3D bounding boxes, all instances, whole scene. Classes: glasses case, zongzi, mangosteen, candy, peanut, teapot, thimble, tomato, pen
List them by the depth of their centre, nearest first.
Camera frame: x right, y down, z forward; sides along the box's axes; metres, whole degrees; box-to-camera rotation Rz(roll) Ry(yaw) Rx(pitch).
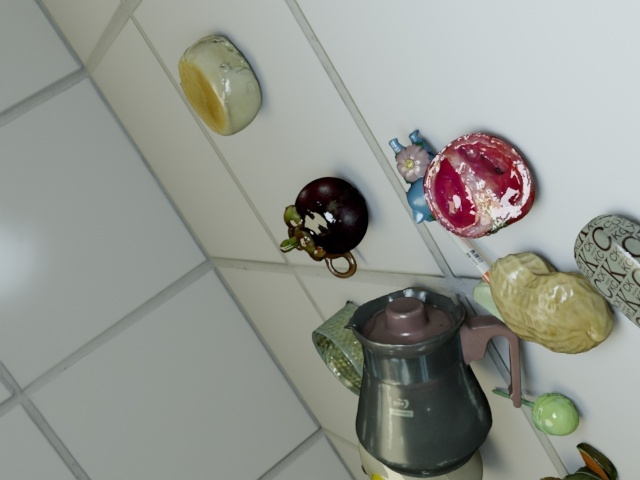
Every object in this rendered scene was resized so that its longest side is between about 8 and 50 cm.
[{"bbox_3d":[0.515,0.096,1.117,0.355,0.085,0.137,43,159,27],"label":"glasses case"},{"bbox_3d":[0.279,-0.096,1.340,0.189,0.099,0.173,-30,79,32],"label":"tomato"},{"bbox_3d":[0.402,0.115,1.379,0.233,0.110,0.196,28,148,55],"label":"peanut"},{"bbox_3d":[0.296,0.023,1.547,0.239,0.028,0.028,54,162,24],"label":"pen"},{"bbox_3d":[0.588,0.551,1.664,0.154,0.130,0.062,30,120,48],"label":"zongzi"},{"bbox_3d":[0.242,0.291,1.683,0.305,0.376,0.361,-77,-22,-61],"label":"teapot"},{"bbox_3d":[0.462,0.364,1.740,0.335,0.093,0.092,177,75,-78],"label":"candy"},{"bbox_3d":[0.001,-0.043,1.854,0.194,0.230,0.194,56,172,12],"label":"mangosteen"},{"bbox_3d":[0.000,0.000,2.081,0.252,0.135,0.178,54,165,1],"label":"teapot"},{"bbox_3d":[0.108,0.330,2.363,0.271,0.150,0.271,45,159,23],"label":"thimble"}]

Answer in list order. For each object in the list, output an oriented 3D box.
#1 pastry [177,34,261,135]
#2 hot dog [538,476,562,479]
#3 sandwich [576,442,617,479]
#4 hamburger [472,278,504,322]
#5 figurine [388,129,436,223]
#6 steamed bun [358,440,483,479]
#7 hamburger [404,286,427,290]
[{"bbox_3d":[-0.257,-0.397,1.998,0.265,0.133,0.265,45,158,24],"label":"pastry"},{"bbox_3d":[0.577,0.631,1.768,0.272,0.122,0.196,45,176,-25],"label":"hot dog"},{"bbox_3d":[0.592,0.474,1.677,0.101,0.026,0.069,38,160,45],"label":"sandwich"},{"bbox_3d":[0.364,0.115,1.558,0.121,0.054,0.084,45,153,19],"label":"hamburger"},{"bbox_3d":[0.200,-0.119,1.486,0.178,0.114,0.144,64,-175,7],"label":"figurine"},{"bbox_3d":[0.280,0.604,2.190,0.374,0.334,0.334,51,161,0],"label":"steamed bun"},{"bbox_3d":[0.249,0.213,1.899,0.214,0.108,0.213,47,159,23],"label":"hamburger"}]
